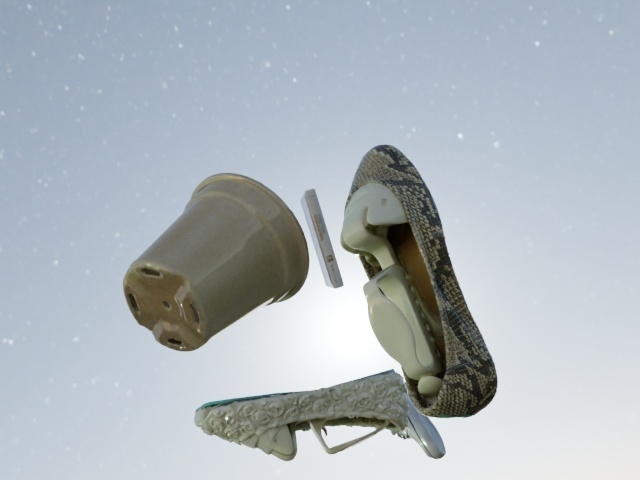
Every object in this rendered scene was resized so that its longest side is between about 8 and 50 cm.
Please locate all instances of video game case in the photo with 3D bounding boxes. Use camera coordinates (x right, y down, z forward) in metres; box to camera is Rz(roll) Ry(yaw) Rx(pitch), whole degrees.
[{"bbox_3d":[0.000,0.000,1.817,0.026,0.206,0.227,-17,-1,-5],"label":"video game case"}]

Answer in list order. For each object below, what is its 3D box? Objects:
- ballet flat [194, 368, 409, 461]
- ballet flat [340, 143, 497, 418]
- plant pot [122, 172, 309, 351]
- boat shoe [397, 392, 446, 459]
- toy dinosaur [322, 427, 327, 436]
[{"bbox_3d":[-0.022,0.331,1.565,0.408,0.147,0.147,-8,-26,-12],"label":"ballet flat"},{"bbox_3d":[0.127,0.051,1.348,0.182,0.483,0.164,-1,-26,-44],"label":"ballet flat"},{"bbox_3d":[-0.244,0.069,1.838,0.305,0.334,0.334,-43,-4,-45],"label":"plant pot"},{"bbox_3d":[0.199,0.409,1.904,0.076,0.226,0.083,-43,-47,11],"label":"boat shoe"},{"bbox_3d":[-0.014,0.385,1.857,0.047,0.090,0.082,-58,-7,-10],"label":"toy dinosaur"}]
